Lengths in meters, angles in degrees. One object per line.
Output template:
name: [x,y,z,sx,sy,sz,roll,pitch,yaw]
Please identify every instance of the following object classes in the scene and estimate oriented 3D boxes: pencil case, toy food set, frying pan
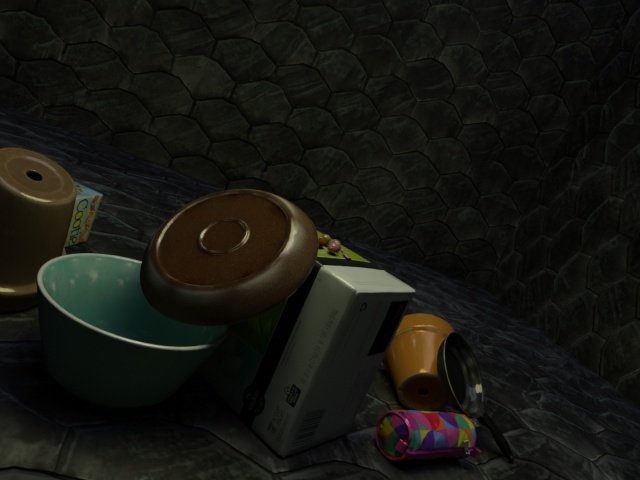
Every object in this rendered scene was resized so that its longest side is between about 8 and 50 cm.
pencil case: [0.226,0.403,1.069,0.236,0.104,0.104,15,14,-34]
toy food set: [0.000,0.000,0.958,0.122,0.019,0.078,20,12,-19]
frying pan: [0.364,0.357,1.232,0.326,0.053,0.197,50,36,-24]

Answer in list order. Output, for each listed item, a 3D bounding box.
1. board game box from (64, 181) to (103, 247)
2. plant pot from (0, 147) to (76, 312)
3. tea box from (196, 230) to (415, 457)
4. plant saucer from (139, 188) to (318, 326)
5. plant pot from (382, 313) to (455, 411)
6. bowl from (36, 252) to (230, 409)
board game box: [-0.676,-0.065,1.243,0.144,0.142,0.275,24,11,3]
plant pot: [-0.568,-0.038,0.941,0.263,0.229,0.263,34,24,-18]
tea box: [-0.054,0.161,1.004,0.323,0.329,0.220,31,13,35]
plant saucer: [-0.160,0.006,0.877,0.311,0.050,0.310,-6,44,6]
plant pot: [0.256,0.321,1.307,0.205,0.205,0.188,23,26,-5]
bowl: [-0.324,0.162,0.865,0.311,0.163,0.311,22,11,-5]
